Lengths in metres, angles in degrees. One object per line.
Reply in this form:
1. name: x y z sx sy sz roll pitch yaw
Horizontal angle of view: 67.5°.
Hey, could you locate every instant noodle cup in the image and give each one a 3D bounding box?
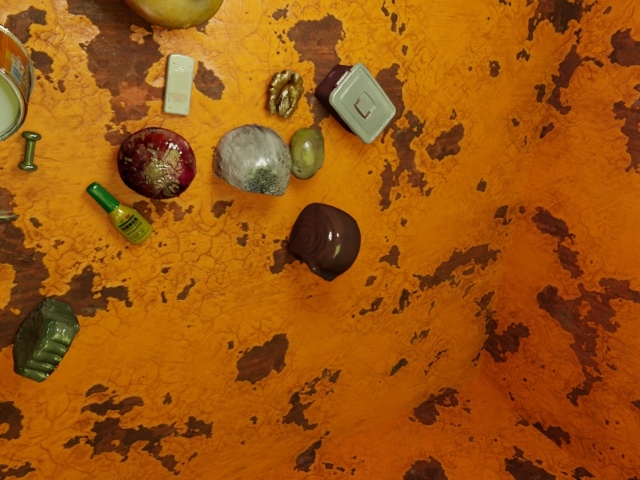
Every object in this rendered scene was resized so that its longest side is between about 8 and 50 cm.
1. instant noodle cup: -0.872 -0.391 1.196 0.297 0.214 0.296 -19 137 -18

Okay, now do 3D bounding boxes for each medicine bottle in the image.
1. medicine bottle: -0.680 -0.092 1.618 0.095 0.064 0.260 -41 128 -8

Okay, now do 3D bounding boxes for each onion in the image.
1. onion: -0.529 -0.250 1.555 0.247 0.190 0.246 -3 111 -7

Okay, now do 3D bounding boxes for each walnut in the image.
1. walnut: -0.135 -0.536 1.738 0.143 0.069 0.170 10 109 -38

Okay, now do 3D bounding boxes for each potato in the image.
1. potato: -0.054 -0.333 1.845 0.137 0.154 0.200 4 114 -12

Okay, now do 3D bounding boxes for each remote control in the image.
1. remote control: -0.463 -0.509 1.563 0.088 0.029 0.189 -2 115 -33

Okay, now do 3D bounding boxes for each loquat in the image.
1. loquat: -0.391 -0.734 1.296 0.328 0.359 0.328 -36 150 -25

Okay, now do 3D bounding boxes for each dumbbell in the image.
1. dumbbell: -0.863 -0.264 1.421 0.052 0.046 0.117 4 111 -40

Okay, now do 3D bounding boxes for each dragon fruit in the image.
1. dragon fruit: -0.218 -0.293 1.718 0.283 0.221 0.203 4 117 -32

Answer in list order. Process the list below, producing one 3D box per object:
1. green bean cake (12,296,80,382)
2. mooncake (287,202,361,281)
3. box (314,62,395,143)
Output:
1. green bean cake: -0.906 0.323 1.579 0.222 0.227 0.125 -52 132 0
2. mooncake: 0.000 0.000 1.952 0.174 0.325 0.334 20 134 -40
3. box: 0.127 -0.532 1.847 0.193 0.167 0.294 -52 130 -2
